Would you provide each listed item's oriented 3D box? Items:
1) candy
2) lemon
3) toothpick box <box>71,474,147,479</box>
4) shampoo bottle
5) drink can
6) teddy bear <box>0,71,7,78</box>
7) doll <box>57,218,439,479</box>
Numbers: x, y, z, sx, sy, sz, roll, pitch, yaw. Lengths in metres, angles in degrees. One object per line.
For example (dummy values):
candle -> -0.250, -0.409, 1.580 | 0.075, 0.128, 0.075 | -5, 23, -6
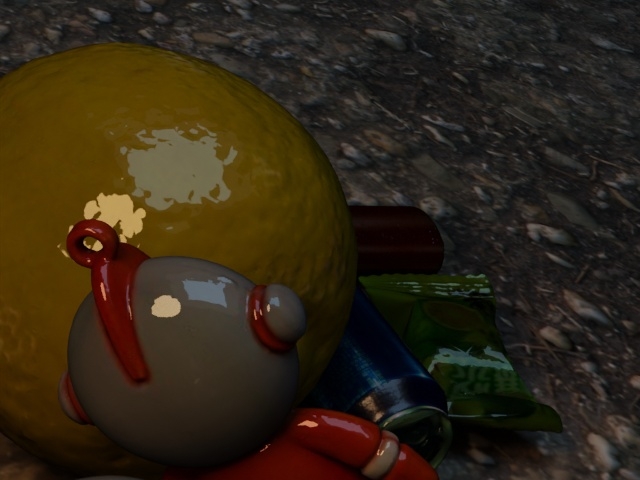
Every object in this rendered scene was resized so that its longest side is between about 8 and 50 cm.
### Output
candy -> 0.129, 0.107, 1.258 | 0.149, 0.069, 0.246 | 4, 36, -14
lemon -> -0.141, 0.012, 0.996 | 0.348, 0.348, 0.348 | 14, 28, -8
toothpick box -> -0.105, 0.265, 0.694 | 0.229, 0.229, 0.316 | -11, 37, -42
shampoo bottle -> 0.000, 0.000, 1.376 | 0.260, 0.064, 0.102 | 0, 33, -30
drink can -> 0.024, 0.120, 1.124 | 0.118, 0.118, 0.205 | -1, 34, -31
teddy bear -> -0.386, -0.081, 1.124 | 0.267, 0.236, 0.151 | -9, 46, -19
doll -> -0.053, 0.117, 0.810 | 0.336, 0.200, 0.105 | 54, 28, -25
